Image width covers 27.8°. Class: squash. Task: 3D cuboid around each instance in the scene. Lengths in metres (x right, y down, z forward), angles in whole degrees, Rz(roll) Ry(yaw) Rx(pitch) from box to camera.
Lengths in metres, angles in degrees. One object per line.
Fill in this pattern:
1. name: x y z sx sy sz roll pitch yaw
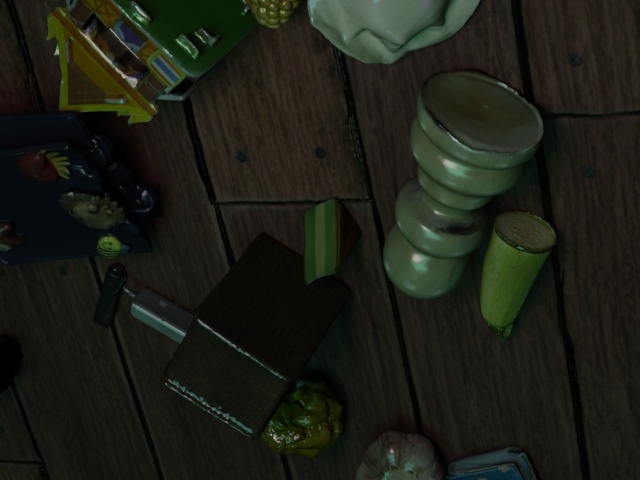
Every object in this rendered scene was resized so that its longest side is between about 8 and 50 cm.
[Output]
1. squash: 0.280 0.066 1.902 0.094 0.094 0.224 18 131 13

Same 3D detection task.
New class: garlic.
1. garlic: 0.131 0.382 2.132 0.147 0.102 0.159 -2 108 8

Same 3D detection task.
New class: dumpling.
1. dumpling: 0.117 -0.326 1.728 0.252 0.131 0.179 -31 124 13

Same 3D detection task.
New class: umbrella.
1. umbrella: -0.360 0.095 2.219 0.036 0.031 0.133 14 125 -11

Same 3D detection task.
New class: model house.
1. model house: -0.321 -0.322 1.837 0.357 0.242 0.313 45 128 -9

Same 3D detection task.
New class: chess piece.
1. chess piece: 0.177 -0.058 1.822 0.182 0.182 0.330 25 131 8

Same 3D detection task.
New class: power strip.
1. power strip: -0.225 0.145 2.170 0.252 0.060 0.027 29 125 5

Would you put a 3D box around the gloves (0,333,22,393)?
1. gloves: -0.618 0.250 2.326 0.129 0.181 0.106 2 119 23

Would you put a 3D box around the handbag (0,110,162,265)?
1. handbag: -0.439 -0.075 2.018 0.329 0.122 0.303 -2 150 21

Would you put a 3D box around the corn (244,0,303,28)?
1. corn: -0.042 -0.449 1.707 0.130 0.130 0.347 20 128 11

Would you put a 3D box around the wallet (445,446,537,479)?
1. wallet: 0.306 0.436 2.114 0.141 0.059 0.202 -18 110 28

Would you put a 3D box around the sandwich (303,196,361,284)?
1. sandwich: 0.000 0.000 1.954 0.074 0.116 0.074 -24 108 32

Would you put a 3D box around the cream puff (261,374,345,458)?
1. cream puff: -0.036 0.306 2.139 0.121 0.156 0.156 51 127 12

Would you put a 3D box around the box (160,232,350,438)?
1. box: -0.097 0.139 1.981 0.184 0.273 0.143 32 126 3
